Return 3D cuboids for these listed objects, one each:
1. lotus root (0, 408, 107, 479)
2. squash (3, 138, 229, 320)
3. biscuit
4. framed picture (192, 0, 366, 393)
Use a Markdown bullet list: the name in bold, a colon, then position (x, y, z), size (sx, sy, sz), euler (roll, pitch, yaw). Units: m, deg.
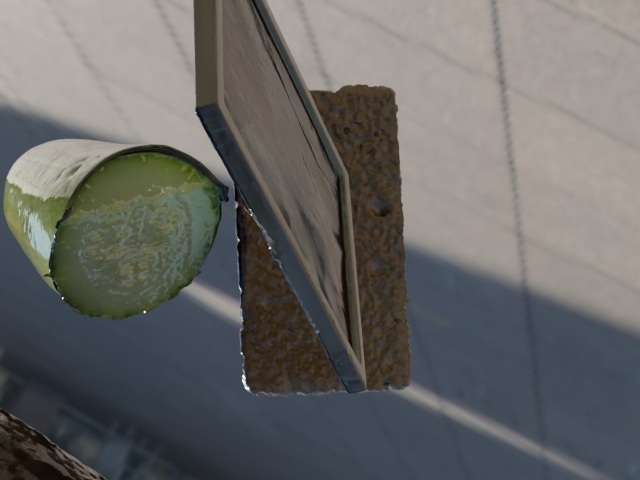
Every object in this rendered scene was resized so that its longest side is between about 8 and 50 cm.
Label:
- **lotus root**: position (-0.147, 0.156, 0.927), size (0.329, 0.078, 0.167), euler (37, -157, 6)
- **squash**: position (-0.184, -0.014, 1.311), size (0.137, 0.137, 0.287), euler (35, 168, -27)
- **biscuit**: position (0.000, 0.000, 1.307), size (0.131, 0.230, 0.025), euler (-2, 176, 2)
- **framed picture**: position (-0.022, -0.053, 0.998), size (0.016, 0.184, 0.250), euler (-15, 135, 12)
